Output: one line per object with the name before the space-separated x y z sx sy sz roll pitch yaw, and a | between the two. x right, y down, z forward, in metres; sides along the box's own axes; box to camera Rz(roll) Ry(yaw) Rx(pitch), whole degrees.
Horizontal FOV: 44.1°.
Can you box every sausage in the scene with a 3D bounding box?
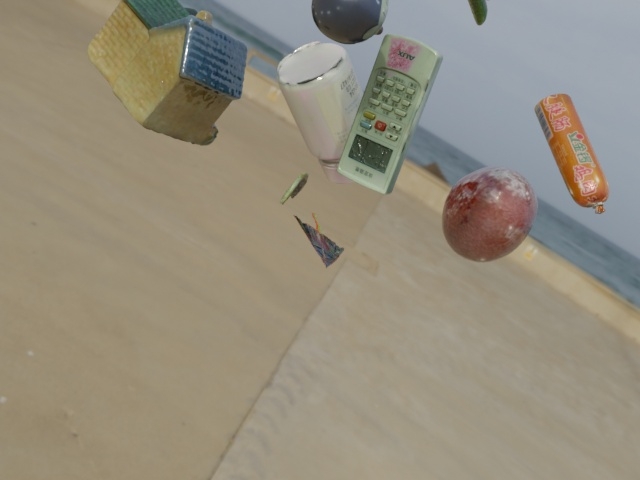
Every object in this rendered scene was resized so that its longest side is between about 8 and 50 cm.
sausage | 0.591 -0.195 1.835 0.093 0.093 0.312 20 48 -45

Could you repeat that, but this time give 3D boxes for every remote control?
remote control | 0.153 -0.284 1.773 0.145 0.344 0.050 27 19 25

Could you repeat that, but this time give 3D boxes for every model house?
model house | -0.415 -0.527 2.257 0.382 0.343 0.334 47 16 22

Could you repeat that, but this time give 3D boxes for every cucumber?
cucumber | 0.473 -0.746 2.414 0.056 0.056 0.250 38 -4 33

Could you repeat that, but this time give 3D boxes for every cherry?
cherry | 0.402 -0.063 1.876 0.212 0.236 0.285 18 -18 -9

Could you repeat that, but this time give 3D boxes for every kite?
kite | 0.000 0.000 1.803 0.190 0.010 0.159 35 34 -41

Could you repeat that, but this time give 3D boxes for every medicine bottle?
medicine bottle | 0.034 -0.362 2.283 0.213 0.213 0.379 44 -16 50

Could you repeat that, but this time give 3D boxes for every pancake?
pancake | -0.077 -0.157 2.367 0.022 0.116 0.129 41 40 5

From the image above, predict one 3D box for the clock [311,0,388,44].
clock | 0.063 -0.498 1.531 0.146 0.243 0.199 11 -17 -11
